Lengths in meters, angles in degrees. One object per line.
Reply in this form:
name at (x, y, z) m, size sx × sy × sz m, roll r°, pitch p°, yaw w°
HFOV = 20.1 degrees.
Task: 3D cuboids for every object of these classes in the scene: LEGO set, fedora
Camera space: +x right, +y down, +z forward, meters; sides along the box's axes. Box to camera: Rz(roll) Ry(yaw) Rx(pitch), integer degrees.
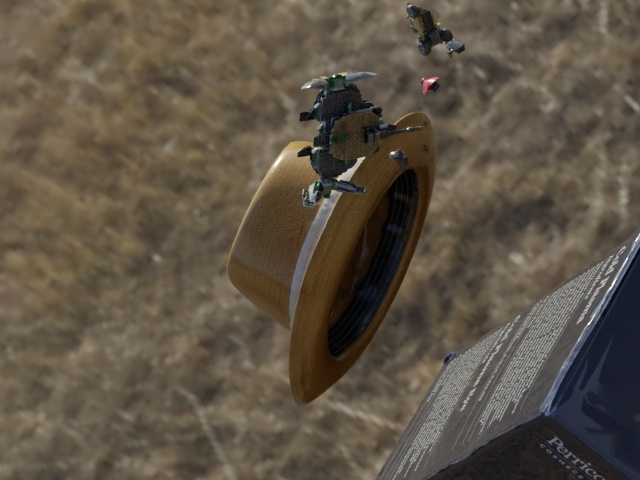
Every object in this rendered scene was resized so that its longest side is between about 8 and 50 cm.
LEGO set at (0.016, -0.049, 0.655) m, size 0.083 × 0.054 × 0.023 m, roll -40°, pitch 37°, yaw -11°
fedora at (0.000, 0.000, 1.039) m, size 0.079 × 0.194 × 0.194 m, roll 25°, pitch 78°, yaw 15°

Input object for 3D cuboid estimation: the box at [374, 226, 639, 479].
box at (0.254, 0.200, 1.313) m, size 0.179 × 0.343 × 0.312 m, roll -56°, pitch 6°, yaw -31°
